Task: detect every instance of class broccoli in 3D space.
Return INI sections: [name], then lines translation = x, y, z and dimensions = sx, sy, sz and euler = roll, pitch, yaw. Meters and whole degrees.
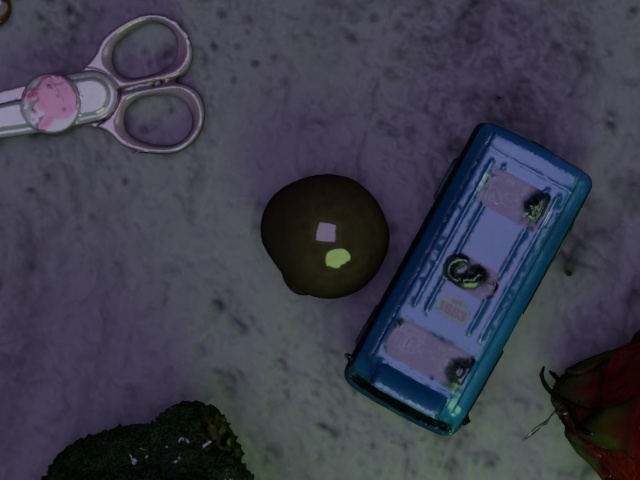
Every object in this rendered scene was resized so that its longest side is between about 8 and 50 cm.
[broccoli]
translation = -0.124, 0.293, 1.464
dimensions = 0.283, 0.321, 0.304
euler = 34, 103, -28

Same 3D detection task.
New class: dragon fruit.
[dragon fruit]
translation = 0.300, 0.155, 1.479
dimensions = 0.293, 0.233, 0.234
euler = -6, 90, 34

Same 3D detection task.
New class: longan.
[longan]
translation = 0.000, 0.000, 1.535
dimensions = 0.106, 0.106, 0.119
euler = 40, 134, 2

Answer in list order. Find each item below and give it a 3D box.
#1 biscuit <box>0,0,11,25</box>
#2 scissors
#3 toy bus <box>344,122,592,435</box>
[biscuit]
translation = -0.328, -0.217, 1.582
dimensions = 0.138, 0.031, 0.205
euler = 38, 90, 3
[scissors]
translation = -0.221, -0.116, 1.573
dimensions = 0.242, 0.030, 0.118
euler = -10, 88, 1
[toy bus]
translation = 0.117, 0.032, 1.505
dimensions = 0.113, 0.134, 0.246
euler = 29, 91, 3
